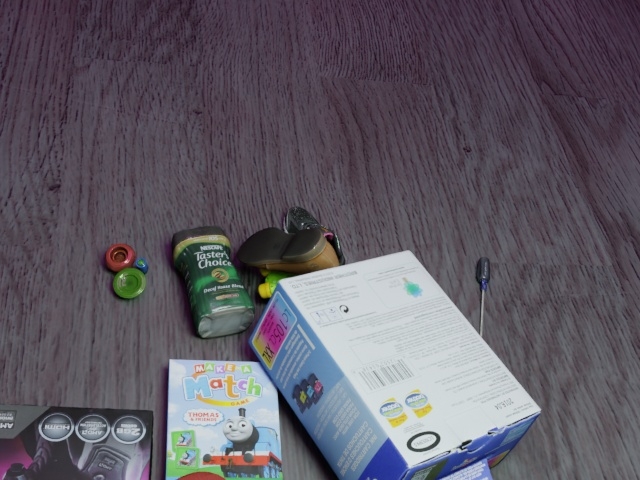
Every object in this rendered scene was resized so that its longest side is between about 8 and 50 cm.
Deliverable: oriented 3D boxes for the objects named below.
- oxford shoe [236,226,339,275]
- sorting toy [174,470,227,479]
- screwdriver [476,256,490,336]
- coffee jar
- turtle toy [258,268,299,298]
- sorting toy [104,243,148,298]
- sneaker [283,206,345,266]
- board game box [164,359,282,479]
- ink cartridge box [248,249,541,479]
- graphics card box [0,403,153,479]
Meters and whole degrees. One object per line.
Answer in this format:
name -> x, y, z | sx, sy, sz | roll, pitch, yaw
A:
oxford shoe -> -0.055, 0.028, 1.406 | 0.212, 0.076, 0.076 | 4, 54, 50
sorting toy -> -0.090, 0.449, 1.050 | 0.127, 0.126, 0.365 | -27, 52, -10
screwdriver -> 0.282, 0.099, 1.555 | 0.025, 0.024, 0.170 | 29, 47, -28
coffee jar -> -0.174, 0.060, 1.428 | 0.096, 0.079, 0.184 | -9, 51, -22
turtle toy -> -0.047, 0.059, 1.468 | 0.095, 0.066, 0.130 | -13, 42, 11
sorting toy -> -0.303, 0.051, 1.436 | 0.061, 0.042, 0.102 | -20, 67, -10
sneaker -> 0.000, 0.000, 1.529 | 0.072, 0.077, 0.178 | -17, 54, -29
board game box -> -0.138, 0.267, 1.277 | 0.160, 0.039, 0.211 | 3, 47, -11
ink cartridge box -> 0.118, 0.217, 1.286 | 0.270, 0.151, 0.395 | -12, 50, -37
graphics card box -> -0.326, 0.379, 1.090 | 0.233, 0.094, 0.371 | 5, 47, -10
